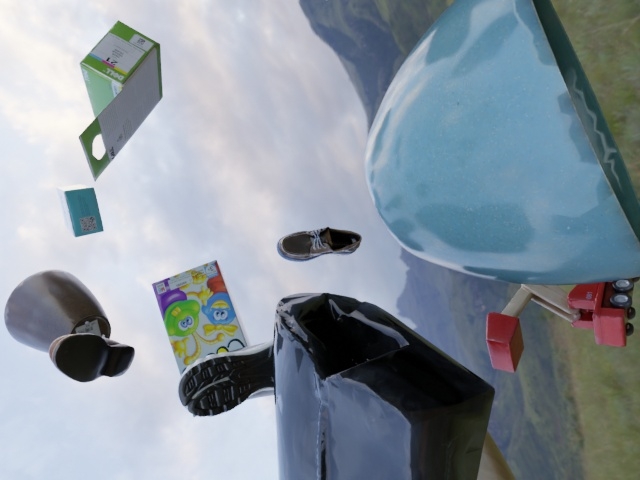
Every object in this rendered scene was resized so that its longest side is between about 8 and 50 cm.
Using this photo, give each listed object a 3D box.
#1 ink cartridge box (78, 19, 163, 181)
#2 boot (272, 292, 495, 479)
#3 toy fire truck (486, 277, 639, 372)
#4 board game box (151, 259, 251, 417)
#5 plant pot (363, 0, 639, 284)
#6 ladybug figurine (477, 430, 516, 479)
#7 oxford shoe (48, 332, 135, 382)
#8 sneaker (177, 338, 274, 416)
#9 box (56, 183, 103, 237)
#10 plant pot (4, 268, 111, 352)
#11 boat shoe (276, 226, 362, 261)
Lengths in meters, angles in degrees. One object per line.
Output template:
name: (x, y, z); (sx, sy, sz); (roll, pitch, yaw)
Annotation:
ink cartridge box: (-0.425, -0.274, 1.065); (0.097, 0.189, 0.255); (30, -114, -2)
boot: (-0.026, 0.261, 0.561); (0.146, 0.367, 0.445); (-27, -56, -43)
toy fire truck: (0.271, 0.065, 0.594); (0.192, 0.135, 0.047); (-53, -48, -41)
board game box: (-0.226, 0.204, 1.104); (0.144, 0.142, 0.275); (94, 154, -72)
plant pot: (0.157, -0.080, 0.506); (0.290, 0.195, 0.290); (33, -134, -41)
ladybug figurine: (0.248, 0.446, 0.950); (0.449, 0.162, 0.305); (63, 176, -26)
oxford shoe: (-0.389, 0.186, 0.878); (0.212, 0.076, 0.076); (74, -142, -72)
sneaker: (-0.086, 0.198, 0.832); (0.108, 0.272, 0.100); (160, 104, -69)
box: (-0.551, -0.074, 1.216); (0.060, 0.244, 0.100); (-14, -76, -28)
plant pot: (-0.640, 0.205, 1.353); (0.215, 0.230, 0.215); (-20, -63, -46)
boat shoe: (0.000, 0.000, 1.108); (0.183, 0.066, 0.066); (-7, -107, -25)
